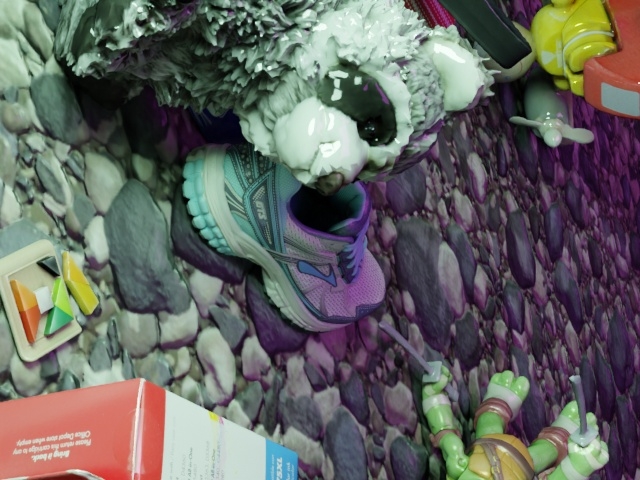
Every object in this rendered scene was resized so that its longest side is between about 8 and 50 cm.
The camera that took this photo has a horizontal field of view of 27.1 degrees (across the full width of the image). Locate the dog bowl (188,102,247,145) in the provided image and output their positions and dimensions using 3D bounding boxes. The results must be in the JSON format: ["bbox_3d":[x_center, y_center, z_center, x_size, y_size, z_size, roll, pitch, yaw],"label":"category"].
[{"bbox_3d":[-0.030,-0.187,1.237,0.265,0.104,0.264,36,47,-51],"label":"dog bowl"}]

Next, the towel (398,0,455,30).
[{"bbox_3d":[0.105,-0.269,1.608,0.199,0.031,0.274,53,36,-37],"label":"towel"}]

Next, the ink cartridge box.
[{"bbox_3d":[-0.129,0.153,0.864,0.231,0.134,0.078,38,47,-51],"label":"ink cartridge box"}]

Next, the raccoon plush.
[{"bbox_3d":[-0.016,-0.248,1.020,0.299,0.216,0.446,14,74,-25],"label":"raccoon plush"}]

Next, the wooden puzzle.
[{"bbox_3d":[-0.195,0.040,0.923,0.078,0.014,0.116,68,29,-15],"label":"wooden puzzle"}]

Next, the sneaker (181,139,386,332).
[{"bbox_3d":[0.000,0.000,1.189,0.283,0.122,0.110,38,47,-50],"label":"sneaker"}]

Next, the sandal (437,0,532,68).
[{"bbox_3d":[0.108,-0.377,1.487,0.446,0.107,0.167,40,18,-30],"label":"sandal"}]

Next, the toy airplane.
[{"bbox_3d":[0.323,-0.318,1.845,0.386,0.272,0.384,65,-10,-4],"label":"toy airplane"}]

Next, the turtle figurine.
[{"bbox_3d":[0.215,0.187,1.431,0.266,0.198,0.274,-19,98,-66],"label":"turtle figurine"}]
